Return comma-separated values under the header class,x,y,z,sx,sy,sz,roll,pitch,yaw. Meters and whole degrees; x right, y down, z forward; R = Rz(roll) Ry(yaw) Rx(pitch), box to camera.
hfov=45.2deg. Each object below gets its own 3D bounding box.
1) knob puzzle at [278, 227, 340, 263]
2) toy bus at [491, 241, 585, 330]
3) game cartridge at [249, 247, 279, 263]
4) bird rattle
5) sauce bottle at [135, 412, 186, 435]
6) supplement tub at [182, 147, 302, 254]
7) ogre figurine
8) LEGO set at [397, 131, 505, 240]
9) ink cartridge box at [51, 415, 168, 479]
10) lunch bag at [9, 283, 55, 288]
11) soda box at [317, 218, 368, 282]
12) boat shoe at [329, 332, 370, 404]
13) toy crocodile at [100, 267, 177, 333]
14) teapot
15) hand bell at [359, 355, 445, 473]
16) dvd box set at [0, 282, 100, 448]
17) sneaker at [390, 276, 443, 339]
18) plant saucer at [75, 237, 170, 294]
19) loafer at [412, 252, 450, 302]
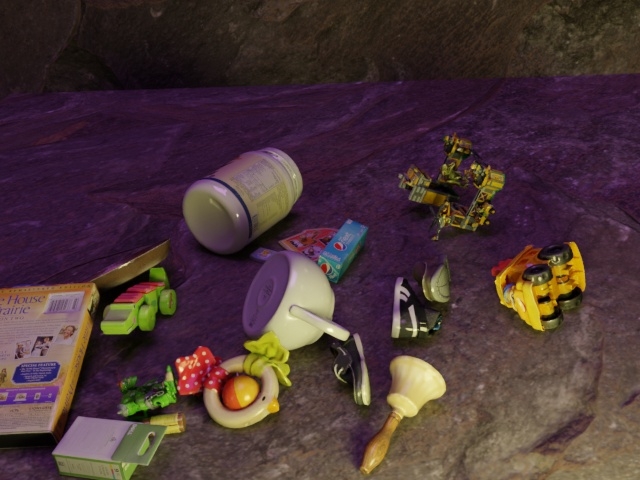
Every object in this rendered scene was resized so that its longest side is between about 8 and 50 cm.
class,x,y,z,sx,sy,sz,roll,pitch,yaw
knob puzzle,0.000,0.000,2.232,0.213,0.030,0.213,-5,29,3
toy bus,0.496,0.102,1.846,0.211,0.150,0.220,4,31,45
game cartridge,-0.159,0.045,2.201,0.083,0.017,0.056,14,39,32
bird rattle,-0.183,0.301,1.644,0.253,0.143,0.207,-13,46,-5
sauce bottle,-0.346,0.385,1.602,0.128,0.042,0.042,-5,29,-1
supplement tub,-0.225,-0.126,2.295,0.235,0.236,0.325,13,34,32
ogre figurine,-0.369,0.332,1.644,0.118,0.097,0.197,-18,24,-5
LEGO set,0.361,-0.177,2.237,0.192,0.255,0.331,12,34,-24
ink cartridge box,-0.412,0.418,1.536,0.209,0.062,0.109,2,30,14
lunch bag,-0.758,0.201,1.971,0.176,0.090,0.219,-2,29,10
soda box,0.060,0.026,2.114,0.067,0.071,0.210,23,37,13
boat shoe,0.065,0.284,1.661,0.079,0.084,0.233,-11,23,-1
toy crocodile,-0.452,0.156,1.930,0.115,0.105,0.340,0,13,12
teapot,-0.050,0.157,1.801,0.187,0.252,0.256,27,44,-25
hand bell,0.142,0.356,1.515,0.126,0.126,0.242,12,45,30
dvd box set,-0.696,0.275,1.747,0.307,0.062,0.421,-4,44,3
sneaker,0.232,0.169,1.847,0.121,0.079,0.217,7,31,4
plant saucer,-0.534,0.083,2.070,0.310,0.050,0.310,-26,9,4
loafer,0.275,0.098,1.922,0.087,0.095,0.251,-10,8,14
